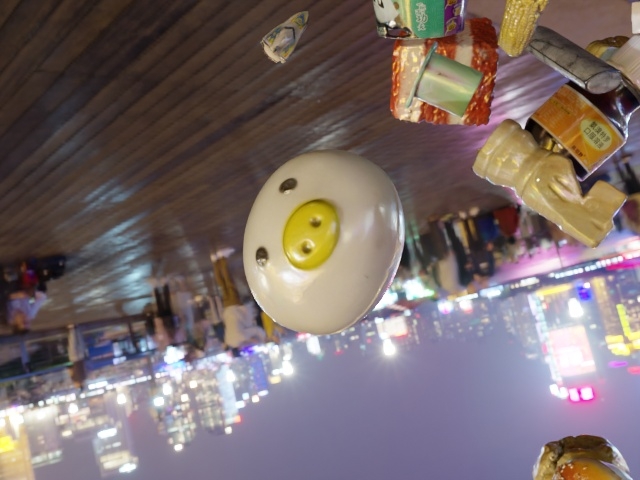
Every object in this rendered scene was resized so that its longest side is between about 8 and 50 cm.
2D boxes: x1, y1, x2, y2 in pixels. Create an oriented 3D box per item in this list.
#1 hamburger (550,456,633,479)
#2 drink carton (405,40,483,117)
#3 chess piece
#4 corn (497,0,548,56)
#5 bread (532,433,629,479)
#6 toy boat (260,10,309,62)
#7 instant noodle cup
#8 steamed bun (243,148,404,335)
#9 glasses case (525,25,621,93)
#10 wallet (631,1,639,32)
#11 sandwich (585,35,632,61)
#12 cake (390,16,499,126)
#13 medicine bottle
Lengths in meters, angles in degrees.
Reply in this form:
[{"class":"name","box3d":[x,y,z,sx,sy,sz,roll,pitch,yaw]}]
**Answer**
[{"class":"hamburger","box3d":[0.581,0.569,1.442,0.147,0.236,0.237,-5,169,-38]},{"class":"drink carton","box3d":[0.304,-0.378,1.650,0.146,0.142,0.144,-58,170,-43]},{"class":"chess piece","box3d":[0.458,-0.111,1.377,0.137,0.301,0.137,-37,154,-22]},{"class":"corn","box3d":[0.410,-0.480,1.336,0.087,0.086,0.288,-12,148,-11]},{"class":"bread","box3d":[0.652,0.573,1.729,0.245,0.134,0.244,-11,178,0]},{"class":"toy boat","box3d":[-0.088,-0.566,1.876,0.210,0.084,0.066,-57,-167,-29]},{"class":"instant noodle cup","box3d":[0.216,-0.550,1.498,0.251,0.190,0.251,-4,-155,2]},{"class":"steamed bun","box3d":[0.004,0.002,1.382,0.334,0.373,0.334,20,177,1]},{"class":"glasses case","box3d":[0.621,-0.464,1.744,0.114,0.299,0.060,-12,131,-20]},{"class":"wallet","box3d":[0.860,-0.601,1.852,0.011,0.083,0.044,-20,-157,-23]},{"class":"sandwich","box3d":[0.891,-0.513,2.179,0.226,0.087,0.251,-14,130,-32]},{"class":"cake","box3d":[0.386,-0.537,2.161,0.320,0.269,0.270,4,-144,8]},{"class":"medicine bottle","box3d":[0.765,-0.371,1.883,0.395,0.242,0.242,-50,160,15]}]
